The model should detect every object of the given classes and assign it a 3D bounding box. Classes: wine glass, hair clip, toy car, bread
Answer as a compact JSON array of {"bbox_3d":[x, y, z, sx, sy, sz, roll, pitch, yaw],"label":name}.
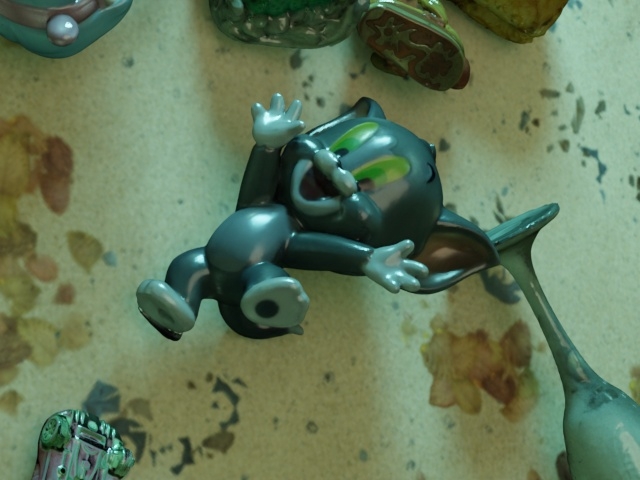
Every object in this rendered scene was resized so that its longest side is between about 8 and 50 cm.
[{"bbox_3d":[0.148,0.166,1.608,0.264,0.096,0.309,-28,95,-16],"label":"wine glass"},{"bbox_3d":[-0.020,-0.317,1.571,0.138,0.091,0.321,3,75,-6],"label":"hair clip"},{"bbox_3d":[-0.180,0.188,1.407,0.069,0.055,0.142,30,55,-31],"label":"toy car"},{"bbox_3d":[0.120,-0.258,1.666,0.211,0.083,0.114,28,72,-21],"label":"bread"}]

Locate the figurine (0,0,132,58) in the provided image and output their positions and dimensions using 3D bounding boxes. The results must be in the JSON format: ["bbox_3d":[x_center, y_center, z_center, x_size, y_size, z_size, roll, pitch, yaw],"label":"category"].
[{"bbox_3d":[-0.139,-0.226,1.482,0.205,0.103,0.260,31,57,11],"label":"figurine"}]

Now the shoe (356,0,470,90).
[{"bbox_3d":[0.075,-0.168,1.626,0.109,0.069,0.072,12,110,-17],"label":"shoe"}]

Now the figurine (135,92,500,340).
[{"bbox_3d":[-0.002,0.004,1.503,0.265,0.140,0.193,-44,63,-12],"label":"figurine"}]
